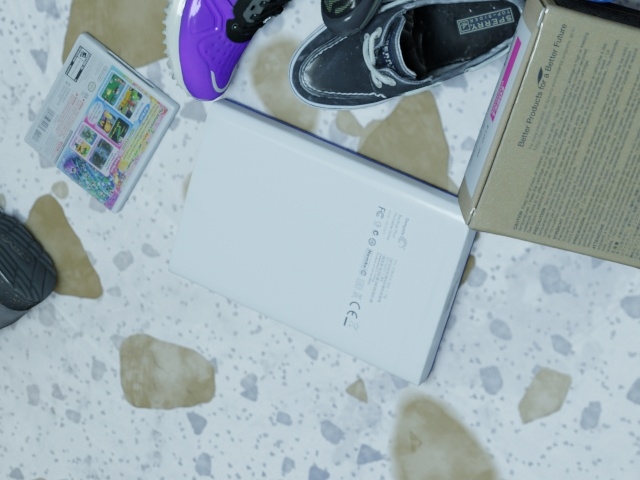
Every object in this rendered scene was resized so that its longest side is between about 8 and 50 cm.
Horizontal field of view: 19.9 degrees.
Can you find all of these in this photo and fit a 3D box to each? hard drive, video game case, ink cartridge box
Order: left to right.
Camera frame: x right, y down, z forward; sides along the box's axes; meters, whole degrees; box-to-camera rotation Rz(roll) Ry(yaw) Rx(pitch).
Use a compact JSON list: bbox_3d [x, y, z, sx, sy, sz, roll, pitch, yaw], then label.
[{"bbox_3d":[-0.251,-0.133,2.078,0.143,0.019,0.157,38,117,11],"label":"video game case"},{"bbox_3d":[0.000,0.000,1.983,0.318,0.040,0.210,24,113,18],"label":"hard drive"},{"bbox_3d":[0.260,-0.108,1.757,0.193,0.088,0.235,14,113,-10],"label":"ink cartridge box"}]

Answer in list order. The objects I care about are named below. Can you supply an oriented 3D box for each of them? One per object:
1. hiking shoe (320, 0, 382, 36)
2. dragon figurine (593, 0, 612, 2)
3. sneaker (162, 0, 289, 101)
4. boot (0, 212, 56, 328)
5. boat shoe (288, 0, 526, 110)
[{"bbox_3d":[0.012,-0.319,1.819,0.086,0.114,0.227,8,93,49],"label":"hiking shoe"},{"bbox_3d":[0.270,-0.273,1.715,0.289,0.144,0.085,20,112,19],"label":"dragon figurine"},{"bbox_3d":[-0.068,-0.272,1.901,0.146,0.102,0.293,20,112,19],"label":"sneaker"},{"bbox_3d":[-0.485,-0.008,2.178,0.222,0.118,0.338,-37,83,34],"label":"boot"},{"bbox_3d":[0.087,-0.195,1.849,0.301,0.102,0.108,-11,100,28],"label":"boat shoe"}]
